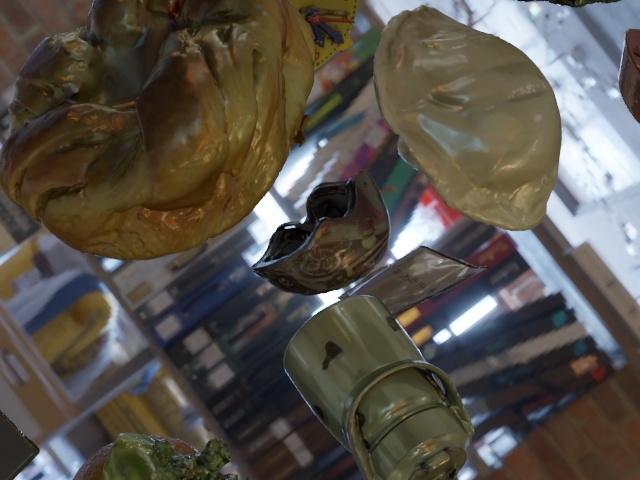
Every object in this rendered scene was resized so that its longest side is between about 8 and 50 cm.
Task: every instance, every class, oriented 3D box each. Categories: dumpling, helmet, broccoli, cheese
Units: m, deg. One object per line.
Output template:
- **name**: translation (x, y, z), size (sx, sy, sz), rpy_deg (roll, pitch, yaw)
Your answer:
- **dumpling**: translation (0.209, -0.205, 1.682), size (0.315, 0.233, 0.395), rpy_deg (8, 61, -41)
- **helmet**: translation (0.014, 0.006, 1.298), size (0.107, 0.177, 0.153), rpy_deg (47, -19, -15)
- **broccoli**: translation (-0.159, 0.433, 1.518), size (0.397, 0.275, 0.353), rpy_deg (-14, -98, 53)
- **cheese**: translation (0.659, -0.291, 2.107), size (0.203, 0.177, 0.128), rpy_deg (15, -40, 16)

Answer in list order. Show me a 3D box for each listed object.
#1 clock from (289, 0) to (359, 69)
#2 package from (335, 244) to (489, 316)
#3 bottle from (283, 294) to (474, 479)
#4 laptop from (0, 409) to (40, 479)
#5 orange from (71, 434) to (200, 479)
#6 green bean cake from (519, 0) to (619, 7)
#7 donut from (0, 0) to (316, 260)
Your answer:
- **clock**: translation (-0.024, -0.462, 2.272), size (0.071, 0.277, 0.293), rpy_deg (37, -23, 37)
- **package**: translation (0.170, 0.086, 2.069), size (0.251, 0.204, 0.062), rpy_deg (12, -52, 61)
- **bottle**: translation (0.105, 0.271, 1.798), size (0.351, 0.229, 0.229), rpy_deg (54, -1, 35)
- **laptop**: translation (-0.555, 0.351, 1.859), size (0.129, 0.180, 0.016), rpy_deg (46, 35, -1)
- **orange**: translation (-0.331, 0.539, 2.013), size (0.322, 0.357, 0.322), rpy_deg (14, -33, 9)
- **green bean cake**: translation (0.388, -0.465, 1.780), size (0.250, 0.247, 0.156), rpy_deg (17, -63, 43)
- **donut**: translation (-0.168, -0.140, 1.133), size (0.170, 0.360, 0.360), rpy_deg (48, 2, -45)
